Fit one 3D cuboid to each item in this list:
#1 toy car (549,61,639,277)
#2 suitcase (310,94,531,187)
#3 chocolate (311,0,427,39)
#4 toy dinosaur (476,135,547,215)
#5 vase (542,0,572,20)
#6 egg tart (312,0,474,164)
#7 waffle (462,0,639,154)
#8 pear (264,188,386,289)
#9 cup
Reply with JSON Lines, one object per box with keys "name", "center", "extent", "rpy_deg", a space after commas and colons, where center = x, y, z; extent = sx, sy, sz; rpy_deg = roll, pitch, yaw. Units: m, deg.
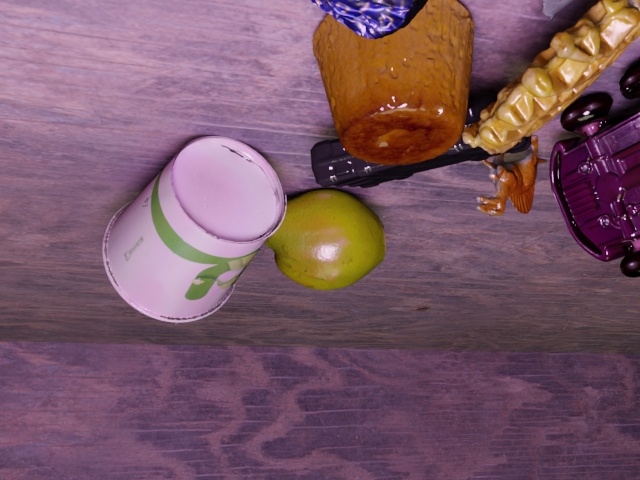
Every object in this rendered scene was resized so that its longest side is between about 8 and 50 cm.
{"name": "toy car", "center": [0.514, -0.114, 0.997], "extent": [0.240, 0.271, 0.341], "rpy_deg": [-15, 172, -30]}
{"name": "suitcase", "center": [0.149, -0.136, 1.030], "extent": [0.286, 0.066, 0.206], "rpy_deg": [-12, 178, 25]}
{"name": "chocolate", "center": [-0.054, -0.290, 0.593], "extent": [0.343, 0.126, 0.148], "rpy_deg": [17, -162, -35]}
{"name": "toy dinosaur", "center": [0.321, -0.097, 1.131], "extent": [0.212, 0.142, 0.057], "rpy_deg": [9, 160, -34]}
{"name": "vase", "center": [0.284, -0.285, 0.697], "extent": [0.149, 0.081, 0.081], "rpy_deg": [-18, 155, 30]}
{"name": "egg tart", "center": [0.089, -0.186, 0.848], "extent": [0.203, 0.147, 0.202], "rpy_deg": [0, 159, 0]}
{"name": "waffle", "center": [0.274, -0.193, 0.784], "extent": [0.229, 0.057, 0.219], "rpy_deg": [-33, 169, -43]}
{"name": "pear", "center": [0.000, 0.000, 1.306], "extent": [0.220, 0.187, 0.187], "rpy_deg": [-2, 162, -22]}
{"name": "cup", "center": [-0.201, -0.026, 1.170], "extent": [0.253, 0.253, 0.274], "rpy_deg": [9, 149, -29]}
